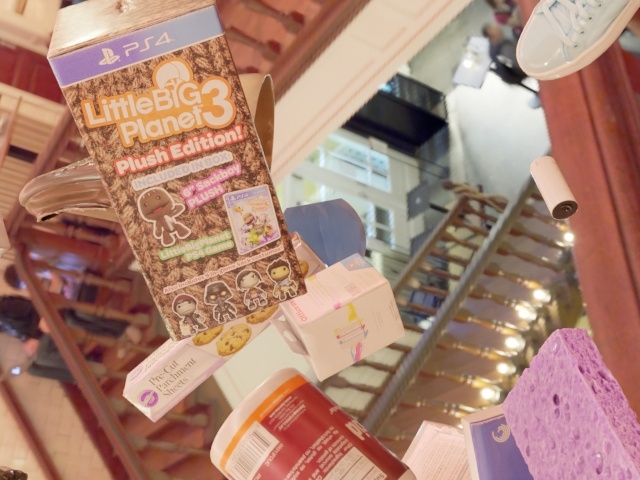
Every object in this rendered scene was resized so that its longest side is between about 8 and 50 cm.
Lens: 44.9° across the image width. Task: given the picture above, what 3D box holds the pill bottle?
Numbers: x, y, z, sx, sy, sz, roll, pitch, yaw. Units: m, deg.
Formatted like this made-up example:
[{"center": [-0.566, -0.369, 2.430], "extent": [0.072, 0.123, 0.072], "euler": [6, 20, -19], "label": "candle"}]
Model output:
[{"center": [0.022, 0.421, 1.319], "extent": [0.392, 0.224, 0.224], "euler": [39, 114, 18], "label": "pill bottle"}]

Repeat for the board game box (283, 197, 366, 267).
[{"center": [0.000, 0.000, 1.381], "extent": [0.033, 0.168, 0.133], "euler": [-29, 75, 64], "label": "board game box"}]

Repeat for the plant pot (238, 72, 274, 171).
[{"center": [-0.199, -0.174, 1.435], "extent": [0.284, 0.190, 0.284], "euler": [6, -90, -86], "label": "plant pot"}]

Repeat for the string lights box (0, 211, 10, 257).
[{"center": [-0.420, 0.041, 0.721], "extent": [0.259, 0.133, 0.077], "euler": [-37, 64, 28], "label": "string lights box"}]

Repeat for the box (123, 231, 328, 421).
[{"center": [-0.131, 0.119, 1.069], "extent": [0.324, 0.067, 0.063], "euler": [-40, 20, 5], "label": "box"}]

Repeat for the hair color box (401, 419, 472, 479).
[{"center": [0.299, 0.477, 1.508], "extent": [0.185, 0.113, 0.374], "euler": [-56, 18, -20], "label": "hair color box"}]

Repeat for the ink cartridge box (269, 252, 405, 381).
[{"center": [0.016, 0.098, 0.972], "extent": [0.143, 0.090, 0.092], "euler": [-27, 31, -10], "label": "ink cartridge box"}]

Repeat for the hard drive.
[{"center": [0.314, 0.367, 1.043], "extent": [0.040, 0.210, 0.319], "euler": [-177, 76, -71], "label": "hard drive"}]

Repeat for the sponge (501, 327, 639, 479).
[{"center": [0.201, 0.177, 0.547], "extent": [0.117, 0.031, 0.210], "euler": [105, 154, -45], "label": "sponge"}]

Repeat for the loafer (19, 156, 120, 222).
[{"center": [-0.288, -0.066, 1.139], "extent": [0.365, 0.134, 0.130], "euler": [-9, 106, 27], "label": "loafer"}]

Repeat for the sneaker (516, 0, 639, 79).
[{"center": [0.386, -0.376, 1.075], "extent": [0.366, 0.150, 0.135], "euler": [-49, 57, 36], "label": "sneaker"}]

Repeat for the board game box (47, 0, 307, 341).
[{"center": [-0.141, -0.092, 0.771], "extent": [0.232, 0.141, 0.291], "euler": [-123, 14, -62], "label": "board game box"}]

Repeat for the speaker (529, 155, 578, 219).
[{"center": [0.467, -0.106, 1.549], "extent": [0.055, 0.055, 0.136], "euler": [-50, 35, 34], "label": "speaker"}]

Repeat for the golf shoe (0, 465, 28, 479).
[{"center": [-0.349, 0.225, 0.638], "extent": [0.105, 0.120, 0.273], "euler": [-60, -12, 2], "label": "golf shoe"}]
